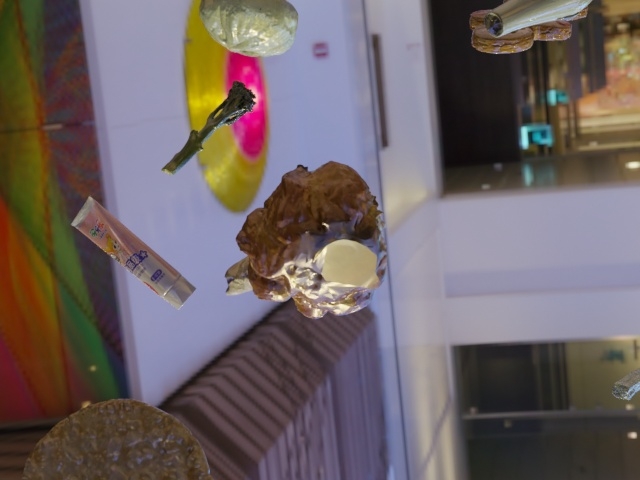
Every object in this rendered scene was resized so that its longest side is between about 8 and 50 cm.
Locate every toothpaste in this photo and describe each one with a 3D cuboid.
[{"bbox_3d":[-0.260,0.020,1.503,0.067,0.194,0.043,-48,-176,39],"label":"toothpaste"}]

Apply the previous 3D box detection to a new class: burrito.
[{"bbox_3d":[-0.107,0.046,1.926,0.058,0.063,0.229,-30,177,-37],"label":"burrito"}]

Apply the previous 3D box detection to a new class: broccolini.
[{"bbox_3d":[-0.184,-0.182,1.831,0.216,0.058,0.067,-52,175,-26],"label":"broccolini"}]

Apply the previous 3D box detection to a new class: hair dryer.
[{"bbox_3d":[0.369,-0.399,1.672,0.229,0.092,0.267,-30,175,-8],"label":"hair dryer"}]

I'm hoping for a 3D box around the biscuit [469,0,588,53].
[{"bbox_3d":[0.375,-0.409,1.986,0.197,0.049,0.301,12,-148,31],"label":"biscuit"}]

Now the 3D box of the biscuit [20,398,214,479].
[{"bbox_3d":[-0.273,0.285,1.462,0.290,0.141,0.038,1,172,17],"label":"biscuit"}]

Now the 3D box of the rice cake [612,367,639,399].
[{"bbox_3d":[0.389,0.165,1.297,0.022,0.021,0.121,21,-154,38],"label":"rice cake"}]

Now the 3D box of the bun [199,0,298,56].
[{"bbox_3d":[-0.144,-0.420,2.084,0.196,0.118,0.195,16,180,0],"label":"bun"}]

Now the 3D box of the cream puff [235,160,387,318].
[{"bbox_3d":[0.000,0.000,1.615,0.241,0.269,0.155,11,-148,-23],"label":"cream puff"}]
